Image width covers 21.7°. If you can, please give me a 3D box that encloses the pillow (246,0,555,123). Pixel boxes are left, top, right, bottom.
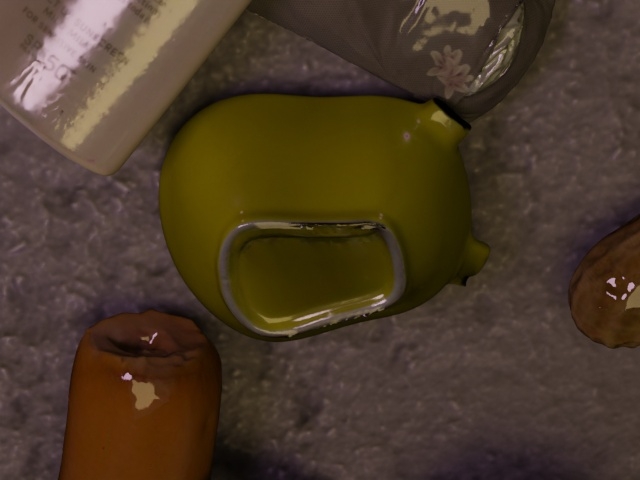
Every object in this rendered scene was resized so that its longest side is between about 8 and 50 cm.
[{"bbox_3d":[0.055,-0.187,1.273,0.255,0.059,0.169,25,114,-18],"label":"pillow"}]

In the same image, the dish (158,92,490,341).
[{"bbox_3d":[0.000,0.000,1.312,0.262,0.108,0.221,-7,123,6],"label":"dish"}]

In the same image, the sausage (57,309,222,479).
[{"bbox_3d":[-0.163,0.229,1.429,0.134,0.116,0.354,-7,123,-27],"label":"sausage"}]

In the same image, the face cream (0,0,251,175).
[{"bbox_3d":[-0.116,-0.226,1.211,0.173,0.081,0.348,42,108,3],"label":"face cream"}]

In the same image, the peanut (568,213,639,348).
[{"bbox_3d":[0.307,0.010,1.377,0.226,0.095,0.108,-36,130,8],"label":"peanut"}]
